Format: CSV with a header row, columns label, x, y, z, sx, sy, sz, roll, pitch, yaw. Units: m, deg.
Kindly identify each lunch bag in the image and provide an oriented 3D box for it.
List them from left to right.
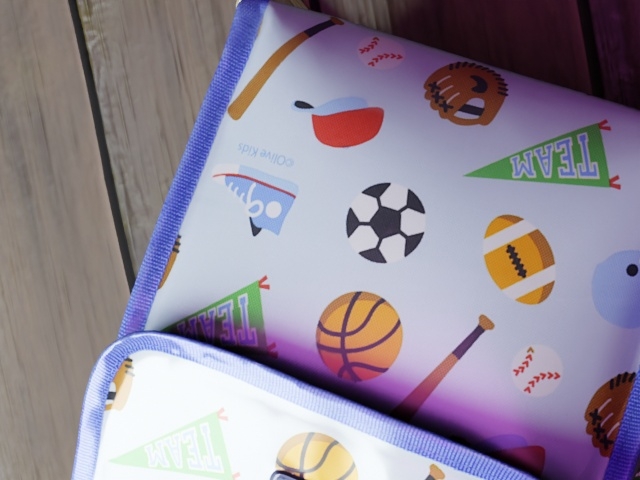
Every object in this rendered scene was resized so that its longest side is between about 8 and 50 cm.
label,x,y,z,sx,sy,sz,roll,pitch,yaw
lunch bag,0.048,0.083,1.049,0.328,0.239,0.385,20,84,14

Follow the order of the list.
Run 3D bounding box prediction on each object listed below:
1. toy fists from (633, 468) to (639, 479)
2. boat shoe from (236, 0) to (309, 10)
label,x,y,z,sx,sy,sz,roll,pitch,yaw
toy fists,0.184,0.223,1.204,0.142,0.096,0.279,-8,105,18
boat shoe,-0.002,-0.123,1.240,0.056,0.048,0.153,-41,83,24
